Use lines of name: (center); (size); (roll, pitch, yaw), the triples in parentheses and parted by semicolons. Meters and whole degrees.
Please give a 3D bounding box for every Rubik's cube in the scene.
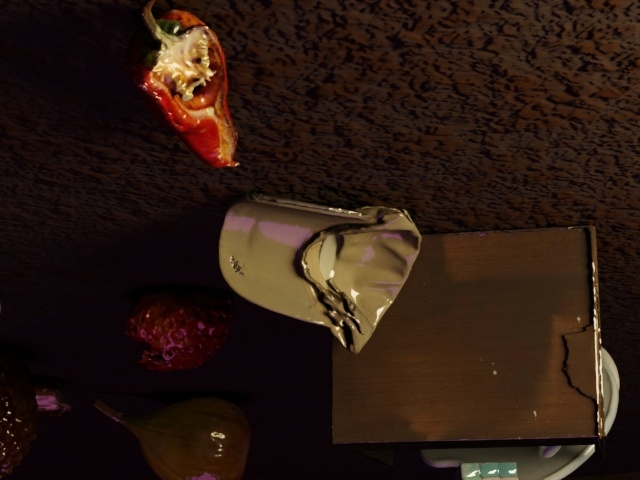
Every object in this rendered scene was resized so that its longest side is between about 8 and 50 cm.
Rubik's cube: (0.170, 0.272, 1.390); (0.075, 0.084, 0.073); (16, 162, -2)

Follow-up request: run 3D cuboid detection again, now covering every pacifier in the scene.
pacifier: (0.211, 0.164, 1.547); (0.226, 0.238, 0.287); (49, 165, -29)

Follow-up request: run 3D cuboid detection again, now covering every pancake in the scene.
pancake: (-0.483, 0.234, 1.987); (0.266, 0.057, 0.244); (1, 173, 14)

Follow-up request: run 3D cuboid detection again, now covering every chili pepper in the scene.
chili pepper: (-0.086, -0.099, 0.847); (0.050, 0.059, 0.268); (37, 172, 13)

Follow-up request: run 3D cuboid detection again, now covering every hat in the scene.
hat: (0.000, 0.000, 1.157); (0.175, 0.085, 0.147); (21, 119, -5)

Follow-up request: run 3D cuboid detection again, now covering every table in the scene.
table: (0.156, 0.117, 1.324); (0.251, 0.196, 0.282); (-4, 165, 12)

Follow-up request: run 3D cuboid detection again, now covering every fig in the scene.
fig: (-0.230, 0.293, 2.045); (0.257, 0.159, 0.159); (25, 158, -10)

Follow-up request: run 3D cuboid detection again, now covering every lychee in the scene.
lychee: (-0.457, 0.229, 1.718); (0.188, 0.188, 0.188); (0, 163, 0)

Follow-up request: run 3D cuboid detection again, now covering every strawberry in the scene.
strawberry: (-0.149, 0.109, 1.482); (0.121, 0.082, 0.188); (-4, 160, 4)

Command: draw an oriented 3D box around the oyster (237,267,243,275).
oyster: (-0.035, 0.033, 1.308); (0.093, 0.034, 0.051); (17, 143, -15)
